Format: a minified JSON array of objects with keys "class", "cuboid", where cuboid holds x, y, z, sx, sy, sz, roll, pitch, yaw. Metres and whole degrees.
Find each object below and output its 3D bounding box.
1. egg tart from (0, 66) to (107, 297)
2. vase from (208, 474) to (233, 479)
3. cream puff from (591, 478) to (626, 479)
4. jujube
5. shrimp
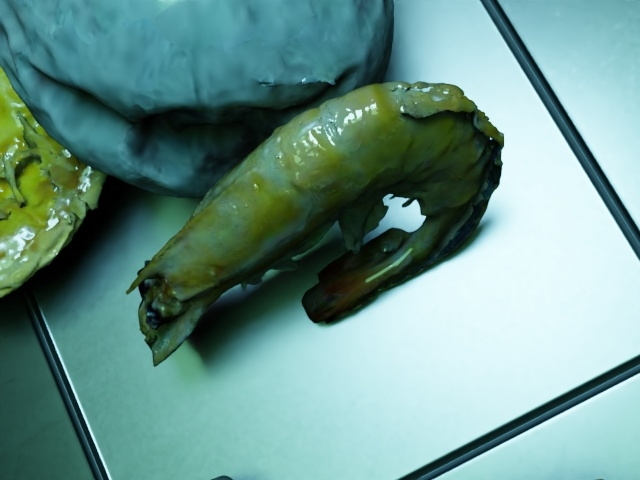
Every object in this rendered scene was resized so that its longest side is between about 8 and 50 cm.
[{"class":"egg tart","cuboid":[-0.253,-0.059,0.669,0.252,0.098,0.231,22,78,12]},{"class":"vase","cuboid":[-0.057,0.252,0.569,0.086,0.086,0.214,-22,79,7]},{"class":"cream puff","cuboid":[0.115,0.262,0.411,0.212,0.303,0.303,-26,70,-32]},{"class":"jujube","cuboid":[-0.093,-0.184,0.591,0.247,0.215,0.308,-11,69,-8]},{"class":"shrimp","cuboid":[0.000,-0.001,0.575,0.253,0.173,0.058,-42,49,30]}]
